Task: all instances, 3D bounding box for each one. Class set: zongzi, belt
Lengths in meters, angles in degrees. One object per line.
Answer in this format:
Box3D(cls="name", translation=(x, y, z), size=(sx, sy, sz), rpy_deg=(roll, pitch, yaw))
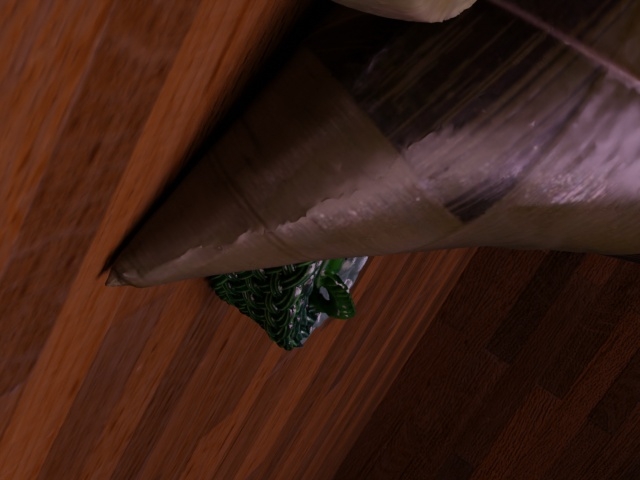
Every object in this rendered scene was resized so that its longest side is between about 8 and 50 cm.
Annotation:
Box3D(cls="zongzi", translation=(0.098, -0.012, 0.575), size=(0.317, 0.289, 0.154), rpy_deg=(-48, -163, -7))
Box3D(cls="belt", translation=(0.000, 0.000, 0.663), size=(0.121, 0.079, 0.151), rpy_deg=(-49, 168, -34))

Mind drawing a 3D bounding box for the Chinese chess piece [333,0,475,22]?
Box3D(cls="Chinese chess piece", translation=(0.049, -0.173, 0.323), size=(0.238, 0.092, 0.238), rpy_deg=(-53, 168, -16))
